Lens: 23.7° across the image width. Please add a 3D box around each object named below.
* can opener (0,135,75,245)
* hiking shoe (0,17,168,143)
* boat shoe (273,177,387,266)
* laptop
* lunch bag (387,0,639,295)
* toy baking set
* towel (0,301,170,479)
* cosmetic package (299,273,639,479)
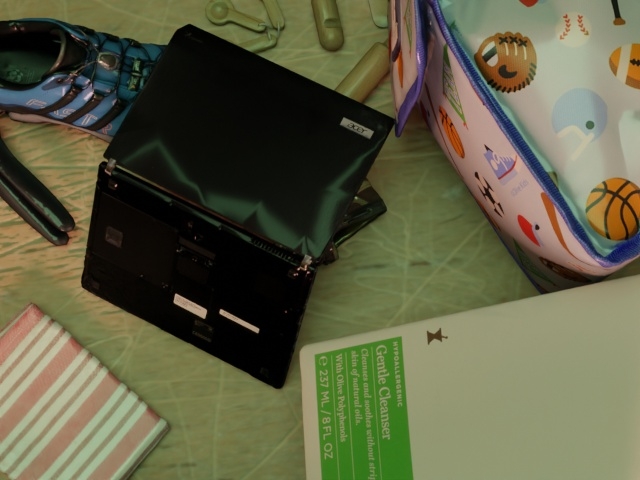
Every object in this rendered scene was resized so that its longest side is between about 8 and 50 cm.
[{"bbox_3d":[-0.320,-0.064,1.546,0.186,0.059,0.073,44,58,3],"label":"can opener"},{"bbox_3d":[-0.219,-0.156,1.513,0.304,0.132,0.113,4,80,7],"label":"hiking shoe"},{"bbox_3d":[0.000,0.000,1.500,0.152,0.056,0.049,-43,75,-3],"label":"boat shoe"},{"bbox_3d":[-0.086,-0.031,1.474,0.234,0.264,0.136,26,41,12],"label":"laptop"},{"bbox_3d":[0.190,-0.153,1.370,0.239,0.328,0.385,-33,84,-5],"label":"lunch bag"},{"bbox_3d":[-0.006,-0.226,1.563,0.197,0.030,0.256,44,85,12],"label":"toy baking set"},{"bbox_3d":[-0.263,0.174,1.503,0.197,0.029,0.144,40,84,9],"label":"towel"},{"bbox_3d":[0.180,0.166,1.337,0.365,0.155,0.197,-15,60,19],"label":"cosmetic package"}]
